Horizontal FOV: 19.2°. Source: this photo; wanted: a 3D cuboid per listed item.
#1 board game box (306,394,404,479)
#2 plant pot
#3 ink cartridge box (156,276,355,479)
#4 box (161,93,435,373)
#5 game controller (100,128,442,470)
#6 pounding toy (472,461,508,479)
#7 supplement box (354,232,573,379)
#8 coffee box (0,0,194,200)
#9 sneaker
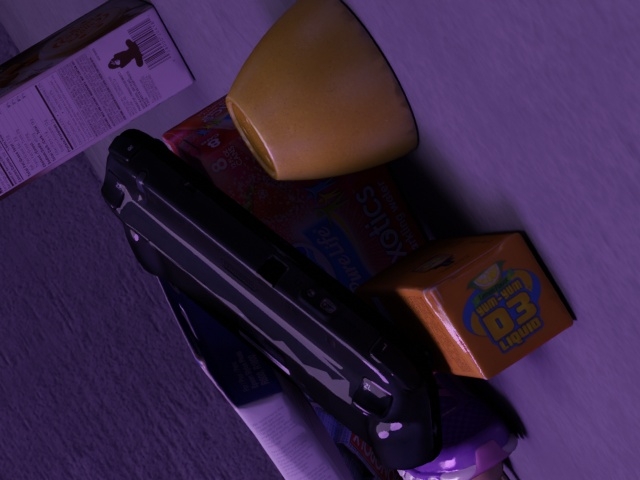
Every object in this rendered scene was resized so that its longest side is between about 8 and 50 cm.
[{"bbox_3d":[0.031,0.205,1.755,0.194,0.060,0.194,55,-141,-50],"label":"board game box"},{"bbox_3d":[-0.008,-0.095,1.320,0.134,0.095,0.134,54,170,14],"label":"plant pot"},{"bbox_3d":[-0.050,0.112,1.521,0.224,0.045,0.223,56,180,-31],"label":"ink cartridge box"},{"bbox_3d":[0.000,0.000,1.481,0.257,0.128,0.122,62,170,-20],"label":"box"},{"bbox_3d":[-0.036,0.043,1.370,0.319,0.067,0.166,38,166,26],"label":"game controller"},{"bbox_3d":[0.128,0.268,1.745,0.183,0.110,0.237,57,171,-1],"label":"pounding toy"},{"bbox_3d":[0.094,0.045,1.310,0.080,0.078,0.233,58,171,-2],"label":"supplement box"},{"bbox_3d":[-0.275,-0.154,1.998,0.098,0.246,0.141,61,170,-20],"label":"coffee box"},{"bbox_3d":[0.085,0.132,1.608,0.105,0.095,0.236,69,168,-19],"label":"sneaker"}]
